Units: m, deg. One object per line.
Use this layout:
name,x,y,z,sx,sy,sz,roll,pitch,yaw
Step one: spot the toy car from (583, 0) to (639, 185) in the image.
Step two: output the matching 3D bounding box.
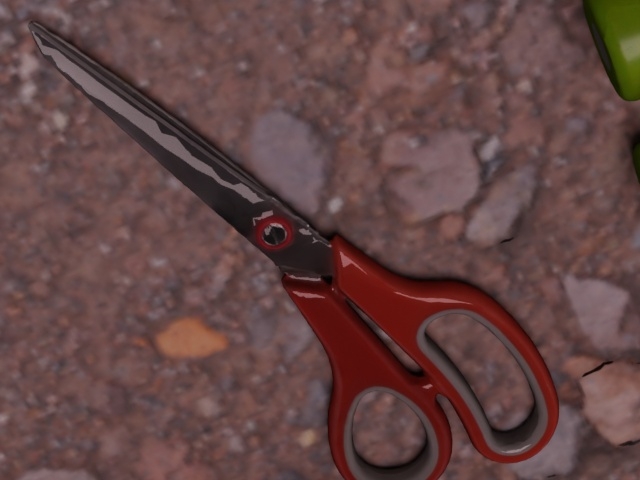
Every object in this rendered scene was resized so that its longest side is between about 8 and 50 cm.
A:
toy car,0.204,-0.043,0.630,0.155,0.188,0.149,-21,117,5

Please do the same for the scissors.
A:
scissors,0.000,0.000,0.732,0.109,0.021,0.297,-29,115,12
